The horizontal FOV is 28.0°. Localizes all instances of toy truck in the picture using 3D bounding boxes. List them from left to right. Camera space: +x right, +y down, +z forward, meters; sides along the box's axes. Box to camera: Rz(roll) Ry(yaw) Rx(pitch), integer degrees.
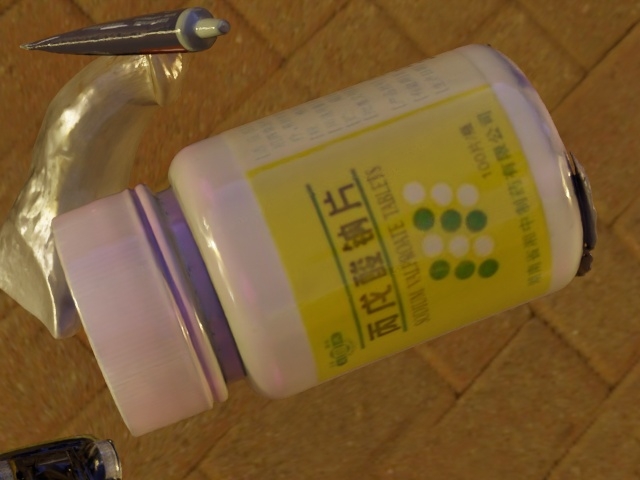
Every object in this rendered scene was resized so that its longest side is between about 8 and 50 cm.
[{"bbox_3d":[-0.210,0.310,1.145,0.124,0.157,0.272,-8,37,-29],"label":"toy truck"}]

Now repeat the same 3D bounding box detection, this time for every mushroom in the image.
[{"bbox_3d":[-0.272,-0.093,1.543,0.126,0.177,0.397,5,113,-45],"label":"mushroom"}]

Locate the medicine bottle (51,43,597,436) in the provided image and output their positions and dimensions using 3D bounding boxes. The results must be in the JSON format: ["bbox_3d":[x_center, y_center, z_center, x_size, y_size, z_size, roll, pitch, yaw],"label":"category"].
[{"bbox_3d":[0.000,0.000,1.007,0.379,0.213,0.213,-21,83,-7],"label":"medicine bottle"}]

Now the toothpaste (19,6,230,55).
[{"bbox_3d":[-0.092,-0.099,0.620,0.037,0.140,0.021,-18,106,-44],"label":"toothpaste"}]
